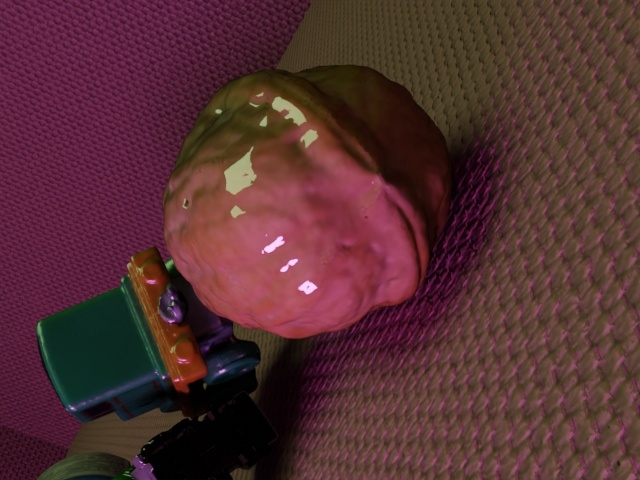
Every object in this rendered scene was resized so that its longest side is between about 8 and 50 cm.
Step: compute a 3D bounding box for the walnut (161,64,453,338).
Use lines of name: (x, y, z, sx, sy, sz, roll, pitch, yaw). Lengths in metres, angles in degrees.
walnut: (-0.012, -0.043, 0.951, 0.306, 0.306, 0.344, -68, 18, -11)

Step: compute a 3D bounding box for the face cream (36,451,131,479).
face cream: (-0.381, 0.497, 1.457, 0.249, 0.249, 0.225, -65, 13, 2)

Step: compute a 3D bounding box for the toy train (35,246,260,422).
toy train: (-0.223, 0.150, 1.170, 0.429, 0.249, 0.178, 108, 138, -70)

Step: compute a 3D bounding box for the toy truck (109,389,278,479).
toy truck: (-0.164, 0.284, 1.108, 0.125, 0.101, 0.242, -45, -12, 30)
